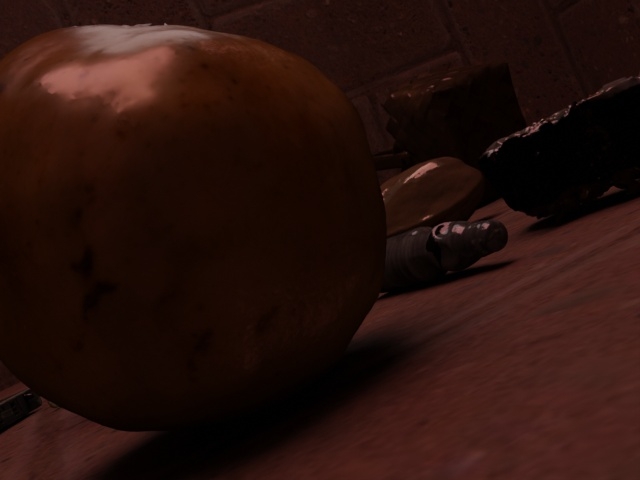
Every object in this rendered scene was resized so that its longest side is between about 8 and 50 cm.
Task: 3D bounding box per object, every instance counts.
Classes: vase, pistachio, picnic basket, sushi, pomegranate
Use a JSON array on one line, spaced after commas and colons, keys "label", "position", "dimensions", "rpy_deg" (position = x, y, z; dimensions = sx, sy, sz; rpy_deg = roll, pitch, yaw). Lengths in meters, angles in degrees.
[{"label": "vase", "position": [0.116, 0.013, 0.832], "dimensions": [0.060, 0.059, 0.211], "rpy_deg": [-25, 2, -32]}, {"label": "pistachio", "position": [0.153, -0.049, 1.264], "dimensions": [0.226, 0.135, 0.136], "rpy_deg": [-30, 1, 8]}, {"label": "picnic basket", "position": [0.257, -0.206, 1.643], "dimensions": [0.254, 0.291, 0.321], "rpy_deg": [-25, 11, -23]}, {"label": "sushi", "position": [0.275, -0.089, 0.858], "dimensions": [0.213, 0.115, 0.147], "rpy_deg": [-24, -2, 42]}, {"label": "pomegranate", "position": [-0.114, -0.006, 0.606], "dimensions": [0.333, 0.332, 0.332], "rpy_deg": [-24, 2, 1]}]

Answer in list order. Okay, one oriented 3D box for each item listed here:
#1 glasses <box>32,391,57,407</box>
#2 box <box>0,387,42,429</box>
[{"label": "glasses", "position": [-0.400, 0.201, 1.365], "dimensions": [0.207, 0.102, 0.239], "rpy_deg": [-25, 3, -41]}, {"label": "box", "position": [-0.600, 0.324, 1.314], "dimensions": [0.211, 0.045, 0.270], "rpy_deg": [-24, 2, 11]}]
